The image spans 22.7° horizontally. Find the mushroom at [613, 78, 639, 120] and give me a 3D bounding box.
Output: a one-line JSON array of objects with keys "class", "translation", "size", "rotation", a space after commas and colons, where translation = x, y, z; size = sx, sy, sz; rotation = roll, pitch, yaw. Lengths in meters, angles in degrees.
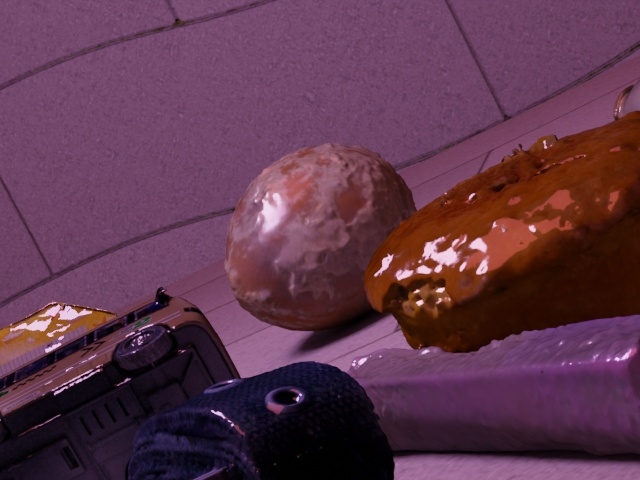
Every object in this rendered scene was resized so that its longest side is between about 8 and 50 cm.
[{"class": "mushroom", "translation": [0.424, -0.167, 1.818], "size": [0.109, 0.097, 0.351], "rotation": [-25, 2, -4]}]

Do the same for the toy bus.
[{"class": "toy bus", "translation": [-0.212, 0.163, 1.428], "size": [0.290, 0.139, 0.157], "rotation": [-29, 19, -1]}]

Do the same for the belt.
[{"class": "belt", "translation": [-0.054, 0.150, 0.987], "size": [0.128, 0.122, 0.218], "rotation": [-18, -3, -26]}]

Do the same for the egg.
[{"class": "egg", "translation": [0.000, 0.000, 1.751], "size": [0.245, 0.203, 0.203], "rotation": [-40, 13, -37]}]

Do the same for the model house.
[{"class": "model house", "translation": [-0.259, 0.189, 1.597], "size": [0.219, 0.207, 0.136], "rotation": [-28, -31, 2]}]

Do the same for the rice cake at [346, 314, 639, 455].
[{"class": "rice cake", "translation": [0.116, 0.096, 0.997], "size": [0.064, 0.070, 0.399], "rotation": [-35, 8, -25]}]

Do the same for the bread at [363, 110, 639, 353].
[{"class": "bread", "translation": [0.168, 0.010, 1.166], "size": [0.268, 0.145, 0.268], "rotation": [-28, 9, 5]}]
